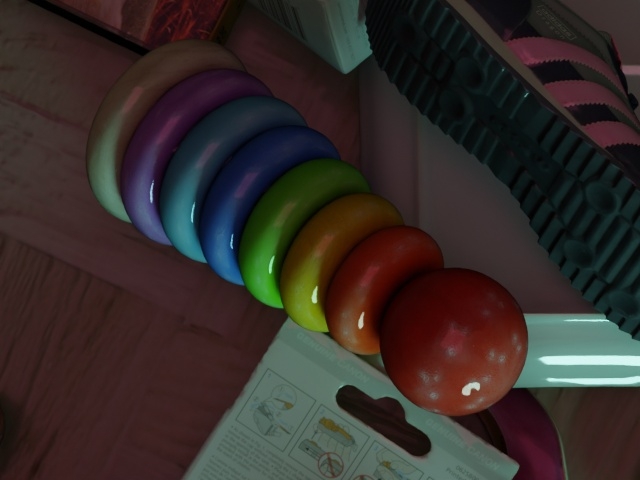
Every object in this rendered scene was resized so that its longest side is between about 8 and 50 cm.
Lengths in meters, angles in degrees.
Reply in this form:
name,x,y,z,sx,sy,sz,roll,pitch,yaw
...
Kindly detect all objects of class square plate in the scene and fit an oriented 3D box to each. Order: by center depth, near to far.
name,x,y,z,sx,sy,sz,roll,pitch,yaw
square plate,0.195,-0.071,1.084,0.344,0.049,0.347,0,72,2

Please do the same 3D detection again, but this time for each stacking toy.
name,x,y,z,sx,sy,sz,roll,pitch,yaw
stacking toy,0.000,0.000,1.016,0.330,0.141,0.141,36,87,31

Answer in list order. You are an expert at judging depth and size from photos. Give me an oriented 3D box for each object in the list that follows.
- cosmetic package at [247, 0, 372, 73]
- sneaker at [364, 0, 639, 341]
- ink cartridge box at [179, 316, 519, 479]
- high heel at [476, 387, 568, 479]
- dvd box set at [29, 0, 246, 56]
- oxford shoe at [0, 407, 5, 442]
name,x,y,z,sx,sy,sz,roll,pitch,yaw
cosmetic package,0.056,-0.232,1.083,0.231,0.085,0.117,-43,60,-14
sneaker,0.176,-0.071,1.007,0.131,0.112,0.319,-35,82,-36
ink cartridge box,-0.001,0.192,1.078,0.189,0.066,0.232,33,97,6
high heel,0.096,0.116,1.086,0.117,0.082,0.244,-11,80,-7
dvd box set,-0.128,-0.366,1.153,0.307,0.062,0.420,27,87,4
oxford shoe,-0.417,0.169,1.105,0.397,0.140,0.146,-2,116,-2
